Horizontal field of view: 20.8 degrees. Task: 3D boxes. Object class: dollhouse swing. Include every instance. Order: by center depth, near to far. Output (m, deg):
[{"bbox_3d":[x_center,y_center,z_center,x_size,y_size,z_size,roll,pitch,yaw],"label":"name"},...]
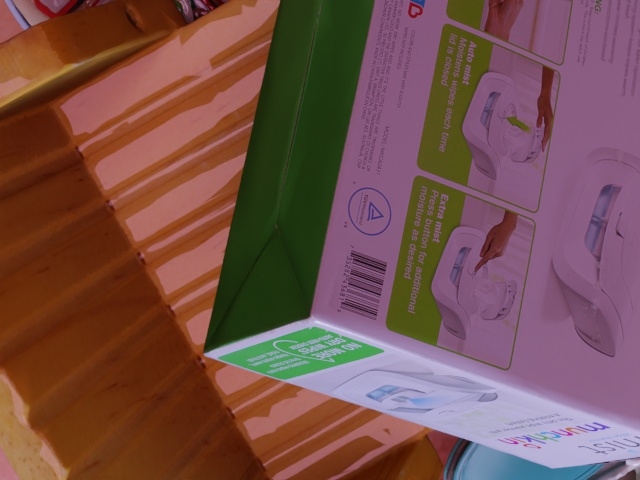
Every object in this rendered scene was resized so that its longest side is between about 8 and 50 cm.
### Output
[{"bbox_3d":[0.000,0.000,0.973,0.305,0.315,0.346,-28,95,18],"label":"dollhouse swing"}]

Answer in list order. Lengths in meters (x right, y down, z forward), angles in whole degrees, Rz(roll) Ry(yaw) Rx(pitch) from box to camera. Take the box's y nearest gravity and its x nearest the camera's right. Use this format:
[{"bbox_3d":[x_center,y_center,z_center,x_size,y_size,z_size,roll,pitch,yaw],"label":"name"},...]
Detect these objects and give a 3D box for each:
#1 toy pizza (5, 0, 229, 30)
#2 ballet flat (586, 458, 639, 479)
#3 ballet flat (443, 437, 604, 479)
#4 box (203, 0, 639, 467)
[{"bbox_3d":[-0.110,-0.192,1.093,0.201,0.032,0.201,0,107,0],"label":"toy pizza"},{"bbox_3d":[0.195,0.214,1.168,0.409,0.147,0.147,-28,105,7],"label":"ballet flat"},{"bbox_3d":[0.182,0.089,1.148,0.247,0.087,0.083,-40,103,4],"label":"ballet flat"},{"bbox_3d":[0.090,-0.037,0.923,0.231,0.127,0.262,19,70,-25],"label":"box"}]
